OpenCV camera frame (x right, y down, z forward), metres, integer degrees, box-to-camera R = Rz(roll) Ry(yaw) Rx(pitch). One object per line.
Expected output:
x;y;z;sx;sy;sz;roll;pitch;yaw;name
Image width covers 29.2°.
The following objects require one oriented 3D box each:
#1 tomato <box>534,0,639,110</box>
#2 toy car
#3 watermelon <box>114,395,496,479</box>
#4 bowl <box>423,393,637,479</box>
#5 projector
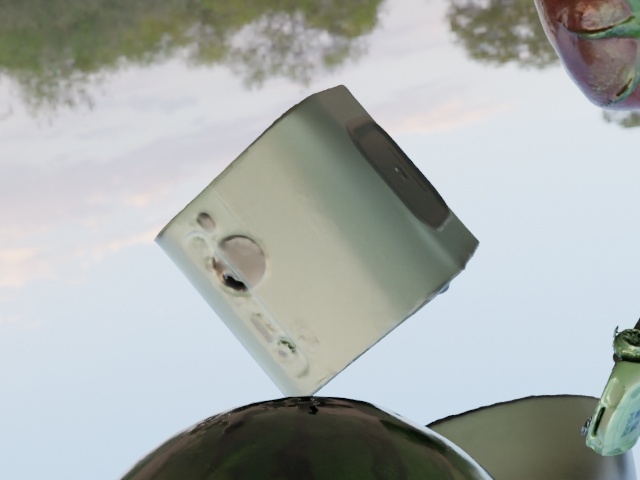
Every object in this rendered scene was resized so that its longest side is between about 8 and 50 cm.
0.434;-0.345;1.740;0.303;0.303;0.239;-12;-153;-6;tomato
0.232;0.083;0.841;0.058;0.093;0.186;25;-142;20;toy car
-0.014;0.269;0.746;0.363;0.363;0.363;-10;-165;3;watermelon
0.188;0.326;1.312;0.354;0.354;0.185;-12;-121;-7;bowl
0.000;0.000;1.383;0.248;0.249;0.248;-41;179;18;projector
